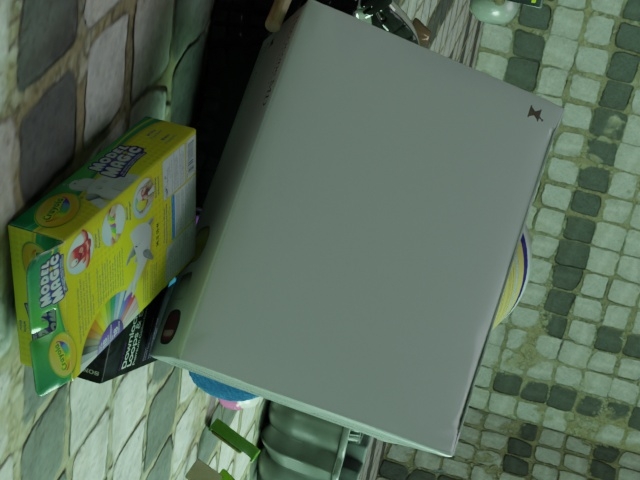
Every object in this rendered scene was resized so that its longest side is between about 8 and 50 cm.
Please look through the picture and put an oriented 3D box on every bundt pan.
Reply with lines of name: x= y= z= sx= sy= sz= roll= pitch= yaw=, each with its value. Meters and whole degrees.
bundt pan: x=0.003 y=0.235 z=1.824 sx=0.331 sy=0.124 sz=0.330 roll=15 pitch=90 yaw=-80

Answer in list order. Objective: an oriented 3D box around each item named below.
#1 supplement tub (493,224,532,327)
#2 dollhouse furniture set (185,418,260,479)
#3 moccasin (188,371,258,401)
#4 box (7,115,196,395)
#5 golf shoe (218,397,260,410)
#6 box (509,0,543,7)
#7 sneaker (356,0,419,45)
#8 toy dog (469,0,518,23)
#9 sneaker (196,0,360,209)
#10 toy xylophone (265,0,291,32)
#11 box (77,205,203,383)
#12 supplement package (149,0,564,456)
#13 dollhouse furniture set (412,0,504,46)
supplement tub: x=0.091 y=0.053 z=1.593 sx=0.331 sy=0.241 sz=0.241 roll=-33 pitch=139 yaw=-56
dollhouse furniture set: x=-0.129 y=0.265 z=1.400 sx=0.151 sy=0.059 sz=0.076 roll=-55 pitch=175 yaw=-7
moccasin: x=0.000 y=0.000 z=1.219 sx=0.342 sy=0.138 sz=0.117 roll=-50 pitch=-159 yaw=15
box: x=-0.136 y=0.008 z=0.828 sx=0.179 sy=0.043 sz=0.105 roll=-51 pitch=151 yaw=-53
golf shoe: x=-0.021 y=0.030 z=1.324 sx=0.115 sy=0.140 sz=0.306 roll=-13 pitch=119 yaw=-81
box: x=0.187 y=-0.405 z=1.640 sx=0.270 sy=0.216 sz=0.060 roll=81 pitch=24 yaw=-66
sneaker: x=0.004 y=-0.252 z=1.213 sx=0.118 sy=0.107 sz=0.279 roll=61 pitch=-4 yaw=38
toy dog: x=0.246 y=-0.494 z=2.053 sx=0.161 sy=0.220 sz=0.333 roll=-16 pitch=-135 yaw=64
sneaker: x=-0.042 y=-0.141 z=1.106 sx=0.124 sy=0.107 sz=0.283 roll=-64 pitch=175 yaw=-80
toy xylophone: x=-0.038 y=-0.286 z=0.905 sx=0.236 sy=0.081 sz=0.322 roll=94 pitch=14 yaw=-46
box: x=-0.128 y=0.036 z=0.994 sx=0.162 sy=0.029 sz=0.116 roll=-16 pitch=120 yaw=-71
supplement package: x=0.022 y=-0.004 z=0.963 sx=0.145 sy=0.204 sz=0.261 roll=167 pitch=-56 yaw=-74
dollhouse furniture set: x=0.104 y=-0.205 z=1.590 sx=0.303 sy=0.174 sz=0.355 roll=62 pitch=44 yaw=-76
